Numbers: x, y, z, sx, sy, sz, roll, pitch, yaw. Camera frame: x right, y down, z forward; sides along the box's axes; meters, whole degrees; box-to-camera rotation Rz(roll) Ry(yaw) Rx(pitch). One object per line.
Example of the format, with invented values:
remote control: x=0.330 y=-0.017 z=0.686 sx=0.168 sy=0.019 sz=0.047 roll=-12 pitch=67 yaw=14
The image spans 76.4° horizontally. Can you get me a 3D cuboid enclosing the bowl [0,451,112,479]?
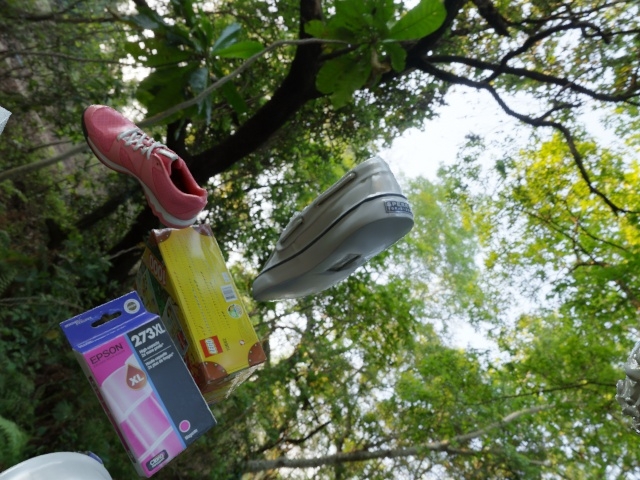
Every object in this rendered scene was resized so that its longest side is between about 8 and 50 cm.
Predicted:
bowl: x=-0.409 y=0.492 z=0.607 sx=0.134 sy=0.298 sz=0.298 roll=-1 pitch=-62 yaw=31

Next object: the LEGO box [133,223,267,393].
LEGO box: x=-0.415 y=0.256 z=1.318 sx=0.372 sy=0.193 sz=0.500 roll=-50 pitch=-120 yaw=43

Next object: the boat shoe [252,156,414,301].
boat shoe: x=0.000 y=0.000 z=0.478 sx=0.258 sy=0.095 sz=0.084 roll=-34 pitch=-121 yaw=39

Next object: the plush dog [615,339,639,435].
plush dog: x=0.265 y=0.193 z=0.187 sx=0.210 sy=0.262 sz=0.225 roll=-3 pitch=-43 yaw=49

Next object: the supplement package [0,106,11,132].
supplement package: x=-0.868 y=-0.258 z=0.842 sx=0.293 sy=0.177 sz=0.175 roll=34 pitch=31 yaw=-31

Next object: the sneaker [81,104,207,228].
sneaker: x=-0.355 y=-0.174 z=0.862 sx=0.136 sy=0.116 sz=0.314 roll=-27 pitch=-70 yaw=42

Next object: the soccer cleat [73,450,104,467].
soccer cleat: x=-0.591 y=0.595 z=0.865 sx=0.093 sy=0.289 sz=0.121 roll=-31 pitch=-80 yaw=43

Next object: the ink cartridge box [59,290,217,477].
ink cartridge box: x=-0.396 y=0.300 z=0.898 sx=0.069 sy=0.176 sz=0.371 roll=-35 pitch=-96 yaw=45
